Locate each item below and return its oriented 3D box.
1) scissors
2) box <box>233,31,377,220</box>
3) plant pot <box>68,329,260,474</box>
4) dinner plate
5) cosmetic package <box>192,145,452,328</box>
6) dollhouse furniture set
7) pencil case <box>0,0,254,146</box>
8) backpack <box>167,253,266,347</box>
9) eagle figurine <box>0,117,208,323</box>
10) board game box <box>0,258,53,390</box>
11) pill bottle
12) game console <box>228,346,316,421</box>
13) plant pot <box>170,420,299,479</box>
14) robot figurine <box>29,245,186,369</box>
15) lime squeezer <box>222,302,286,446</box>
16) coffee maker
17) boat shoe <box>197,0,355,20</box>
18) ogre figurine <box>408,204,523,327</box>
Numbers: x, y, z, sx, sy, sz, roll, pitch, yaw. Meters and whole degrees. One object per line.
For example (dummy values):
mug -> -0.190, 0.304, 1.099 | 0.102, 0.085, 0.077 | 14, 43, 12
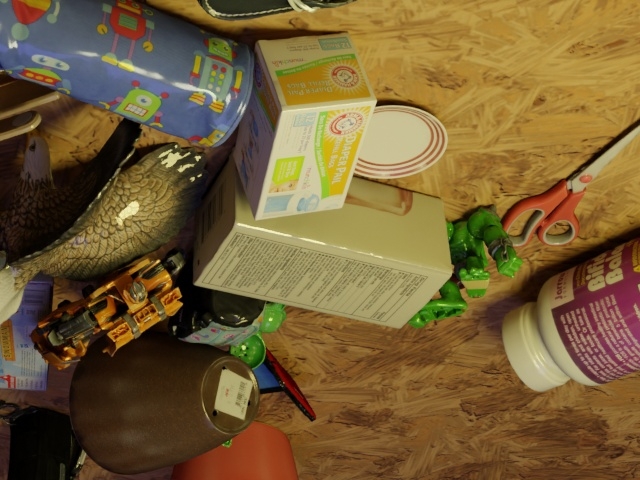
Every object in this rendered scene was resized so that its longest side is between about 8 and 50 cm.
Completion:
scissors -> 0.320, -0.072, 1.659 | 0.109, 0.021, 0.297 | 8, 146, -11
box -> -0.022, -0.127, 1.468 | 0.114, 0.103, 0.203 | -9, 148, -17
plant pot -> -0.200, 0.223, 1.839 | 0.230, 0.215, 0.215 | -10, 149, 43
dinner plate -> 0.083, -0.123, 1.577 | 0.141, 0.017, 0.141 | -2, 145, -1
cosmetic package -> 0.000, 0.000, 1.654 | 0.296, 0.129, 0.153 | 15, 141, -22
dollhouse furniture set -> -0.368, -0.181, 1.378 | 0.123, 0.144, 0.151 | -16, 130, 13
pencil case -> -0.225, -0.192, 1.367 | 0.306, 0.119, 0.133 | 16, 137, -25
backpack -> -0.138, 0.080, 1.756 | 0.115, 0.151, 0.182 | 17, 152, -18
eagle figurine -> -0.303, -0.035, 1.540 | 0.298, 0.226, 0.225 | -6, 126, 14
board game box -> -0.540, 0.105, 1.832 | 0.318, 0.065, 0.318 | 5, 145, -11
pill bottle -> 0.406, 0.100, 1.787 | 0.302, 0.169, 0.169 | -28, 138, 32
game console -> -0.087, 0.232, 2.031 | 0.085, 0.124, 0.144 | -35, 141, 0
plant pot -> -0.146, 0.454, 2.209 | 0.275, 0.243, 0.275 | -2, 145, -1
robot figurine -> -0.273, 0.093, 1.686 | 0.211, 0.085, 0.291 | -35, -173, -26
lime squeezer -> -0.090, 0.143, 1.893 | 0.059, 0.110, 0.310 | 25, 109, -10
coffee maker -> -0.471, 0.378, 2.136 | 0.171, 0.178, 0.120 | 16, 141, -25
boat shoe -> 0.003, -0.278, 1.278 | 0.303, 0.091, 0.114 | -21, 141, 25
ogre figurine -> 0.183, 0.031, 1.719 | 0.097, 0.118, 0.197 | 13, 142, -14
